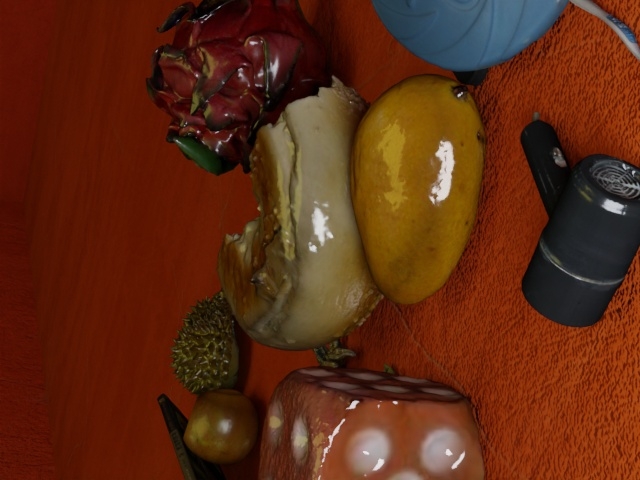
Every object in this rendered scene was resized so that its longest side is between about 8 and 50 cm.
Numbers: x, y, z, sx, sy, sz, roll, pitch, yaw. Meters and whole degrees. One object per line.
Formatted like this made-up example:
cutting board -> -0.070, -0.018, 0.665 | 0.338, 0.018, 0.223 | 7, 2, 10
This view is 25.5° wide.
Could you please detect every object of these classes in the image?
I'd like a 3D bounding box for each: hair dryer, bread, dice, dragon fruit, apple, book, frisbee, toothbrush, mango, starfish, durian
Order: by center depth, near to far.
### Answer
toothbrush -> 0.232, -0.164, 1.106 | 0.162, 0.014, 0.017 | -124, 45, -55
hair dryer -> 0.199, -0.045, 1.135 | 0.219, 0.072, 0.124 | -100, 23, -52
frisbee -> 0.117, -0.293, 1.246 | 0.289, 0.049, 0.289 | 10, 103, 48
dice -> 0.043, 0.216, 1.353 | 0.174, 0.175, 0.179 | -166, 78, -71
mango -> 0.090, -0.049, 1.355 | 0.147, 0.109, 0.227 | 26, 114, 42
bread -> 0.002, 0.000, 1.496 | 0.192, 0.171, 0.314 | -113, 31, -45
starfish -> 0.003, 0.149, 1.663 | 0.133, 0.041, 0.130 | -109, 37, -58
dragon fruit -> -0.083, -0.222, 1.724 | 0.293, 0.234, 0.234 | -70, 23, 8
apple -> -0.133, 0.254, 1.951 | 0.114, 0.099, 0.102 | -63, -11, -80
book -> -0.166, 0.332, 2.003 | 0.160, 0.024, 0.228 | 58, 180, -32
durian -> -0.163, 0.140, 2.046 | 0.146, 0.102, 0.208 | -131, 51, -70

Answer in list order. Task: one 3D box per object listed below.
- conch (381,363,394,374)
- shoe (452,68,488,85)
conch -> 0.037, 0.202, 1.534 | 0.170, 0.079, 0.106 | -65, 32, 15
shoe -> 0.115, -0.218, 1.384 | 0.179, 0.049, 0.071 | -109, 30, -45
